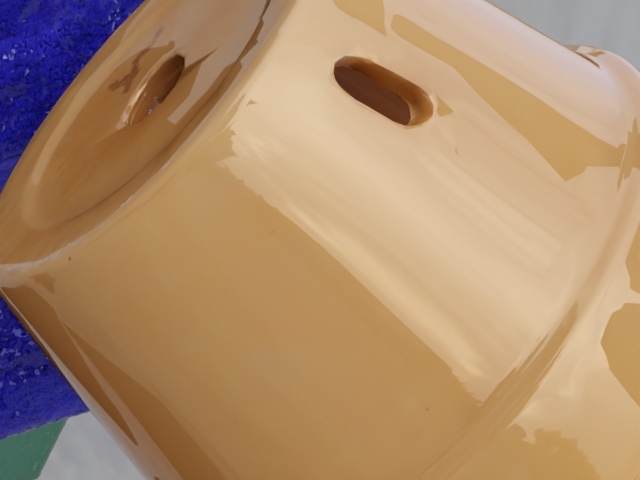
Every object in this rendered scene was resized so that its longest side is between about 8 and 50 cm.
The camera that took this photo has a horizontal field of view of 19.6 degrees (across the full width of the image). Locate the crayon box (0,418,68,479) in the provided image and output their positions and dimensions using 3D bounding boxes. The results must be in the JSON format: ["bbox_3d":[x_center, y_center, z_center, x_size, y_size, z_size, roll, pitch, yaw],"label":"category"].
[{"bbox_3d":[-0.380,0.116,1.413,0.323,0.083,0.203,-7,44,-48],"label":"crayon box"}]

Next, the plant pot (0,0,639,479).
[{"bbox_3d":[0.000,0.000,0.770,0.203,0.291,0.291,41,18,-23],"label":"plant pot"}]

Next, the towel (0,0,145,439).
[{"bbox_3d":[-0.160,-0.021,0.976,0.076,0.227,0.308,-127,-149,-46],"label":"towel"}]
